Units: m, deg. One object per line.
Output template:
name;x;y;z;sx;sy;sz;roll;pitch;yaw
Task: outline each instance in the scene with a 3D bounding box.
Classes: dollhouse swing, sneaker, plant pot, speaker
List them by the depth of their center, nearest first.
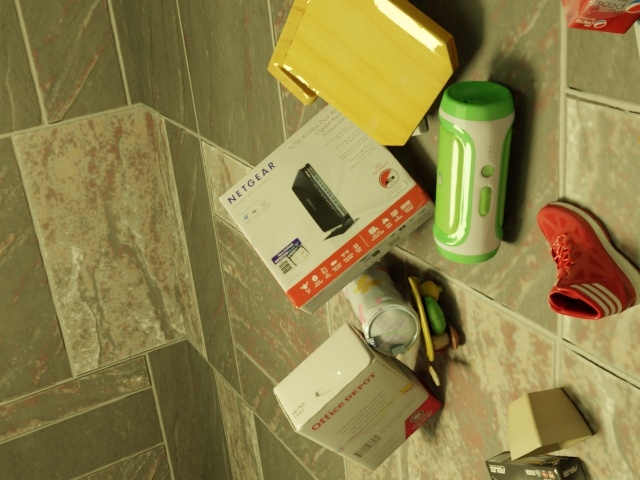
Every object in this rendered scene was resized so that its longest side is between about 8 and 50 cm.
sneaker;0.377;0.030;1.331;0.221;0.128;0.087;50;147;39
speaker;0.257;-0.112;1.487;0.131;0.131;0.296;41;141;48
plant pot;0.390;0.318;1.541;0.109;0.109;0.096;122;138;-59
dollhouse swing;0.109;-0.409;1.618;0.305;0.315;0.347;26;145;-4

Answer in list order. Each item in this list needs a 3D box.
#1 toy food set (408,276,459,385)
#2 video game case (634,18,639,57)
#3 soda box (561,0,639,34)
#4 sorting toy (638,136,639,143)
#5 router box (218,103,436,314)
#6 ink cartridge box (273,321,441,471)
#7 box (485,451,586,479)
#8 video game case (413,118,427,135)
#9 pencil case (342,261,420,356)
toy food set;0.238;0.173;1.803;0.128;0.071;0.217;-118;13;-85
video game case;0.454;-0.187;0.975;0.275;0.035;0.248;-169;66;-75
soda box;0.335;-0.388;1.086;0.092;0.083;0.263;124;145;-59
sorting toy;0.496;-0.200;1.030;0.196;0.047;0.347;69;156;14
router box;0.010;-0.071;1.762;0.301;0.335;0.082;52;-173;22
ink cartridge box;0.084;0.337;1.869;0.306;0.226;0.131;42;-173;-44
box;0.420;0.495;1.647;0.231;0.056;0.183;-22;86;66
video game case;0.128;-0.306;1.740;0.193;0.023;0.212;2;109;64
pencil case;0.125;0.137;1.860;0.124;0.113;0.273;57;-178;-24
